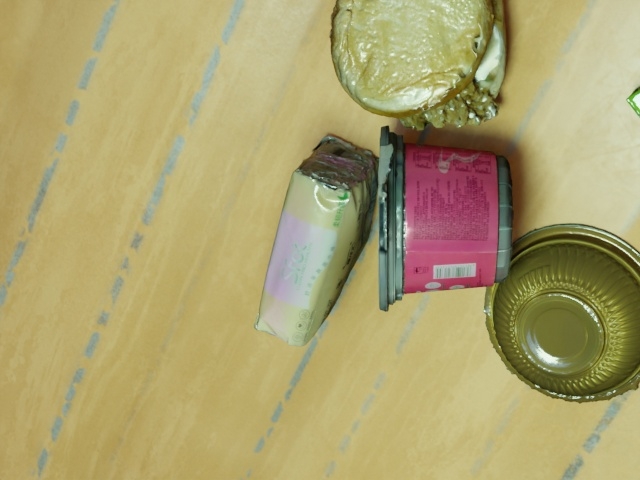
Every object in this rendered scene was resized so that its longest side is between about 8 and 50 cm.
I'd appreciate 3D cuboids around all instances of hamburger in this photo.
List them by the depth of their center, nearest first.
[{"bbox_3d":[0.141,-0.278,1.774,0.286,0.146,0.243,47,112,14],"label":"hamburger"}]

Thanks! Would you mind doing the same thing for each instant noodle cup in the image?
[{"bbox_3d":[0.171,-0.029,1.780,0.182,0.302,0.258,1,101,3],"label":"instant noodle cup"},{"bbox_3d":[0.345,0.118,1.817,0.274,0.091,0.274,8,108,24],"label":"instant noodle cup"}]

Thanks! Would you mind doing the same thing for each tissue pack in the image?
[{"bbox_3d":[0.000,0.000,1.883,0.123,0.215,0.256,17,112,9],"label":"tissue pack"}]

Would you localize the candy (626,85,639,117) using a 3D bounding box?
[{"bbox_3d":[0.504,-0.202,1.667,0.194,0.062,0.097,-35,87,28],"label":"candy"}]
